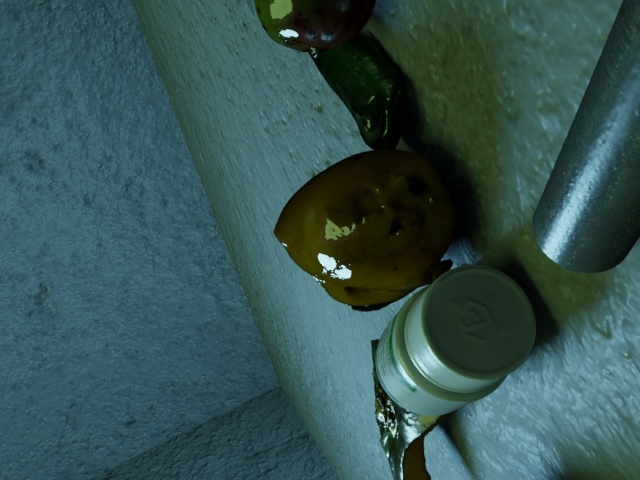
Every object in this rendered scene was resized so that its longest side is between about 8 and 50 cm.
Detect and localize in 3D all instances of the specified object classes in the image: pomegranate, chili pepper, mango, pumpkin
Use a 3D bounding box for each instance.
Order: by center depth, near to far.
[{"bbox_3d":[0.001,-0.274,0.756,0.129,0.159,0.129,24,-179,0],"label":"pomegranate"},{"bbox_3d":[0.051,-0.009,0.850,0.287,0.201,0.152,142,128,-65],"label":"mango"},{"bbox_3d":[0.039,-0.187,0.851,0.108,0.062,0.216,85,159,-56],"label":"chili pepper"},{"bbox_3d":[0.141,0.282,1.208,0.258,0.095,0.290,-111,15,-52],"label":"pumpkin"}]

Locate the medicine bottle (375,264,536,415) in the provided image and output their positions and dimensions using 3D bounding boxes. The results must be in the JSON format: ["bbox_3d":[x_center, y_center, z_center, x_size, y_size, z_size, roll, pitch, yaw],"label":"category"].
[{"bbox_3d":[0.142,0.115,0.803,0.139,0.139,0.237,62,168,16],"label":"medicine bottle"}]

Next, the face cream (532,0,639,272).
[{"bbox_3d":[0.189,-0.078,0.416,0.073,0.073,0.283,59,165,28],"label":"face cream"}]
